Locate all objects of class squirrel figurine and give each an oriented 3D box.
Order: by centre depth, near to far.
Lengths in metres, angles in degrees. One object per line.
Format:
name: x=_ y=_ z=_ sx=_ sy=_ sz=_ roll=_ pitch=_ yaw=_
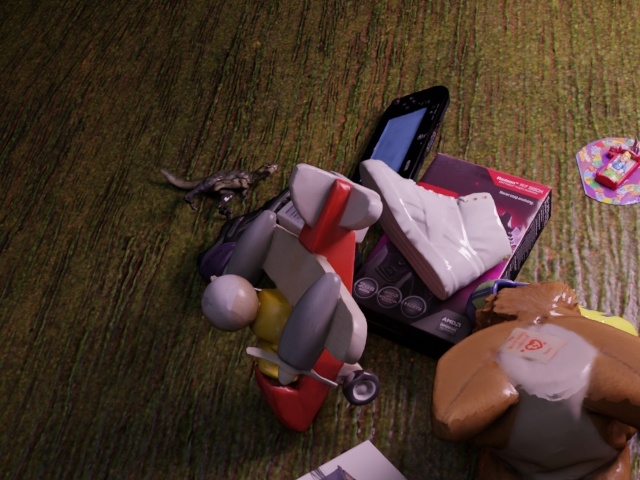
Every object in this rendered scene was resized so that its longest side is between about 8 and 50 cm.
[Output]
squirrel figurine: x=0.301 y=0.273 z=1.142 sx=0.280 sy=0.371 sz=0.397 roll=-10 pitch=27 yaw=7

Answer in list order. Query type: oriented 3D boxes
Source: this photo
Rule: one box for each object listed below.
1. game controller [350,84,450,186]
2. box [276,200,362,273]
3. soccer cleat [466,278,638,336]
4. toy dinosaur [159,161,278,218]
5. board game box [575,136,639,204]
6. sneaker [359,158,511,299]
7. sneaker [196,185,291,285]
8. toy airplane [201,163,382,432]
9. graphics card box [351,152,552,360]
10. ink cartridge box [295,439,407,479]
game controller: x=0.150 y=-0.178 z=1.651 sx=0.166 sy=0.067 sz=0.319 roll=-21 pitch=36 yaw=50
box: x=0.000 y=0.000 z=1.530 sx=0.126 sy=0.137 sz=0.072 roll=33 pitch=64 yaw=32
soccer cleat: x=0.370 y=0.127 z=1.313 sx=0.289 sy=0.121 sz=0.094 roll=14 pitch=66 yaw=-7
toy dinosaur: x=-0.215 y=-0.106 z=1.717 sx=0.268 sy=0.064 sz=0.118 roll=-1 pitch=46 yaw=15
board game box: x=0.555 y=-0.142 z=1.581 sx=0.133 sy=0.033 sz=0.169 roll=-6 pitch=51 yaw=8
sneaker: x=0.198 y=-0.050 z=1.434 sx=0.169 sy=0.108 sz=0.293 roll=-28 pitch=61 yaw=-11
sneaker: x=-0.124 y=-0.029 z=1.608 sx=0.124 sy=0.107 sz=0.283 roll=25 pitch=62 yaw=35
toy airplane: x=-0.045 y=0.069 z=1.293 sx=0.272 sy=0.386 sz=0.385 roll=-2 pitch=64 yaw=-18
graphics card box: x=0.229 y=0.024 z=1.489 sx=0.232 sy=0.094 sz=0.371 roll=22 pitch=61 yaw=26
ink cartridge box: x=-0.003 y=0.403 z=1.150 sx=0.237 sy=0.172 sz=0.100 roll=-21 pitch=46 yaw=-32
